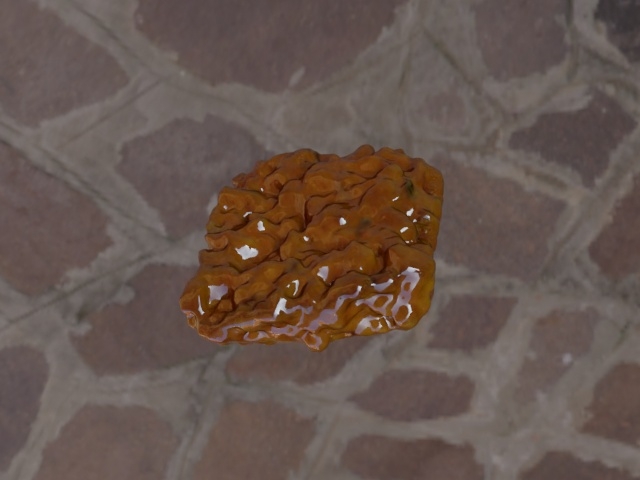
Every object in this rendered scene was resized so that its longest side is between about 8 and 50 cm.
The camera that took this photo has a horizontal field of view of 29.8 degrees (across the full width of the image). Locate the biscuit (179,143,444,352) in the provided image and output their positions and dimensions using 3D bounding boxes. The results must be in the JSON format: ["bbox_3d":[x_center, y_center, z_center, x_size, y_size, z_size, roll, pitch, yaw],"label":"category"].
[{"bbox_3d":[0.000,0.000,1.512,0.318,0.312,0.110,-10,130,19],"label":"biscuit"}]
